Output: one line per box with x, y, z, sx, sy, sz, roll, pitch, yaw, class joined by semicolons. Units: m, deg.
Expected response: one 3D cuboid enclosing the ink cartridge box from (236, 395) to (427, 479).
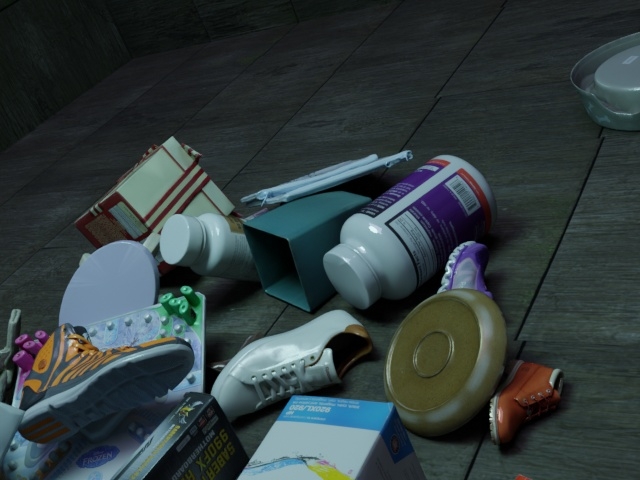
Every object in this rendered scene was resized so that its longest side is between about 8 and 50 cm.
0.005;0.342;1.033;0.168;0.171;0.232;-2;34;34;ink cartridge box

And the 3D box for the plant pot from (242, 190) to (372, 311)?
0.000;0.000;1.650;0.234;0.165;0.166;-31;29;-28;plant pot

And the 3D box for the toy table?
-0.408;0.113;1.661;0.274;0.252;0.161;-50;0;13;toy table

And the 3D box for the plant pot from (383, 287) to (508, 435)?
0.176;0.174;1.224;0.236;0.032;0.236;-34;40;35;plant pot

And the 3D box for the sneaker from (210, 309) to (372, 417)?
-0.044;0.213;1.360;0.290;0.105;0.123;-30;26;-17;sneaker

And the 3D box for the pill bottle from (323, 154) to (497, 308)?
0.165;-0.012;1.524;0.323;0.181;0.182;-35;31;-23;pill bottle

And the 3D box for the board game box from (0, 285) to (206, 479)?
-0.392;0.280;1.435;0.390;0.050;0.389;-17;46;11;board game box

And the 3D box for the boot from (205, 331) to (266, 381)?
-0.158;0.212;1.516;0.107;0.037;0.114;9;43;24;boot

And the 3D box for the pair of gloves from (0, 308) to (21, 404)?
-0.626;0.269;1.593;0.042;0.204;0.240;7;25;-12;pair of gloves

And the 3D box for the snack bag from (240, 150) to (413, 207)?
0.003;-0.141;1.862;0.323;0.037;0.342;-20;7;-17;snack bag

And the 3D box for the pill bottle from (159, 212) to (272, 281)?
-0.208;0.012;1.684;0.229;0.131;0.131;10;1;-43;pill bottle

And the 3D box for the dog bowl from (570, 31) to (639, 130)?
0.740;-0.358;1.799;0.349;0.102;0.348;-17;28;9;dog bowl

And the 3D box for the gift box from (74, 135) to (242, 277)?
-0.359;-0.068;1.892;0.276;0.255;0.258;-21;25;41;gift box

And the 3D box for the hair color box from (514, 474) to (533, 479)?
0.291;0.339;0.917;0.167;0.093;0.053;10;43;46;hair color box

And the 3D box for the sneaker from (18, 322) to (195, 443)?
-0.371;0.199;1.374;0.321;0.124;0.180;-23;46;4;sneaker

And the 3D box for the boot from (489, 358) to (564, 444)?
0.291;0.229;1.150;0.085;0.059;0.158;4;37;32;boot

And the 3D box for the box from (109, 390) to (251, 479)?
-0.199;0.357;1.141;0.056;0.183;0.231;2;36;40;box

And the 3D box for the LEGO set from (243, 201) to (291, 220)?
-0.175;-0.033;1.934;0.244;0.060;0.182;-27;29;-2;LEGO set

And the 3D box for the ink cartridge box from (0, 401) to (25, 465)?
-0.633;0.371;1.311;0.309;0.130;0.271;-10;55;53;ink cartridge box

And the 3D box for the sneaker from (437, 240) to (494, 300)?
0.252;0.097;1.377;0.105;0.095;0.236;4;43;32;sneaker
